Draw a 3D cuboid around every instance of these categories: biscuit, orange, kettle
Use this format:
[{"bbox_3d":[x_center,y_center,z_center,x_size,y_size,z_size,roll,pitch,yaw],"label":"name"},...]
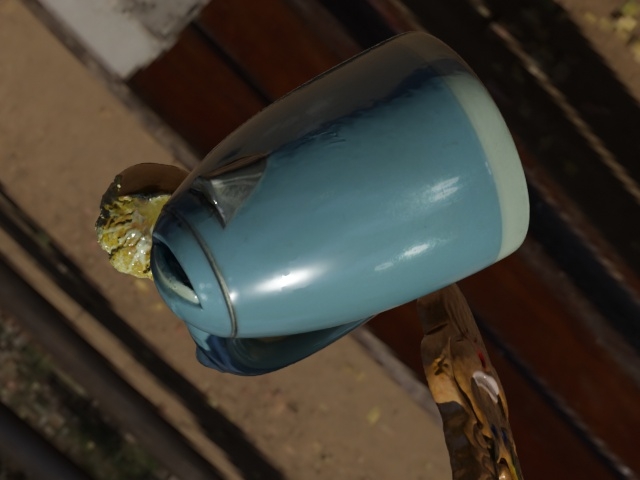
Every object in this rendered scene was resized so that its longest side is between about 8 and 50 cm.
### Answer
[{"bbox_3d":[0.175,0.188,1.804,0.047,0.334,0.202,-22,150,17],"label":"biscuit"},{"bbox_3d":[-0.205,-0.022,1.991,0.156,0.156,0.134,40,167,-1],"label":"orange"},{"bbox_3d":[0.000,0.000,1.574,0.247,0.342,0.320,49,159,38],"label":"kettle"}]
